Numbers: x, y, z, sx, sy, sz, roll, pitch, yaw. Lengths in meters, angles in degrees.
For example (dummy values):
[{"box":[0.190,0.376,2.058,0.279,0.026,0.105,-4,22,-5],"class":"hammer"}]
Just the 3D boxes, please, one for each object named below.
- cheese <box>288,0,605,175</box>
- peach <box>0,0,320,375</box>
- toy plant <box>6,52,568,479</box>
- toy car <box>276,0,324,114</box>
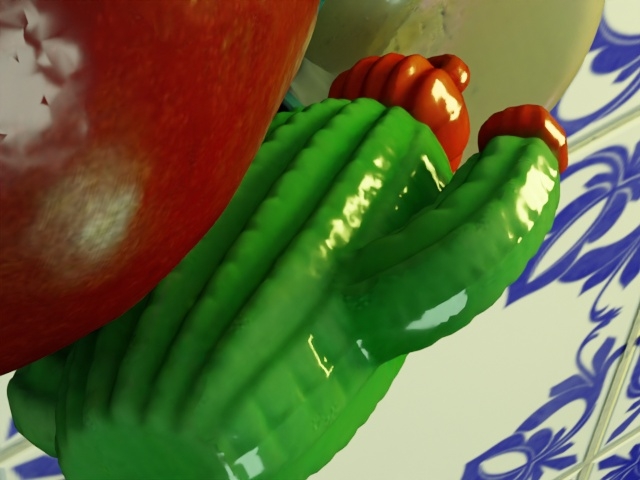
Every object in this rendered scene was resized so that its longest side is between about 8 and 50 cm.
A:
[{"box":[0.031,-0.120,0.726,0.163,0.082,0.286,-38,151,-3],"class":"cheese"},{"box":[-0.102,-0.067,0.487,0.243,0.200,0.243,-22,162,-7],"class":"peach"},{"box":[0.004,0.003,0.605,0.240,0.154,0.088,-38,113,-27],"class":"toy plant"},{"box":[-0.053,-0.070,0.672,0.100,0.097,0.191,-21,149,-45],"class":"toy car"}]
